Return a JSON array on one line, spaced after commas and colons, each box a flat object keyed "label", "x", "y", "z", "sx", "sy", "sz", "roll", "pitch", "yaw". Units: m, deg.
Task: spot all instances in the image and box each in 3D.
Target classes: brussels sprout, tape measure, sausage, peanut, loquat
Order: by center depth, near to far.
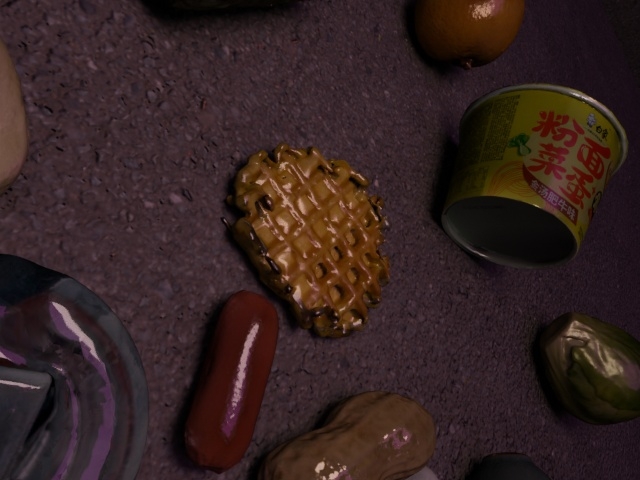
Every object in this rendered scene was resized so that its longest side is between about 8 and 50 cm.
[{"label": "tape measure", "x": -0.255, "y": 0.141, "z": 0.313, "sx": 0.256, "sy": 0.147, "sz": 0.274, "roll": 23, "pitch": 66, "yaw": -37}, {"label": "sausage", "x": -0.094, "y": 0.148, "z": 0.506, "sx": 0.077, "sy": 0.077, "sz": 0.193, "roll": 31, "pitch": 59, "yaw": -33}, {"label": "peanut", "x": 0.034, "y": 0.261, "z": 0.569, "sx": 0.257, "sy": 0.124, "sz": 0.123, "roll": -8, "pitch": 85, "yaw": -36}, {"label": "loquat", "x": 0.293, "y": -0.443, "z": 0.918, "sx": 0.208, "sy": 0.208, "sz": 0.207, "roll": 12, "pitch": 72, "yaw": -40}, {"label": "brussels sprout", "x": 0.594, "y": 0.276, "z": 1.009, "sx": 0.271, "sy": 0.210, "sz": 0.219, "roll": 42, "pitch": 48, "yaw": -8}]

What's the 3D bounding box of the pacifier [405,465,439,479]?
[{"label": "pacifier", "x": 0.134, "y": 0.407, "z": 0.592, "sx": 0.299, "sy": 0.244, "sz": 0.232, "roll": 56, "pitch": 13, "yaw": -45}]

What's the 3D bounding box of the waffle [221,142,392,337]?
[{"label": "waffle", "x": 0.002, "y": -0.001, "z": 0.636, "sx": 0.281, "sy": 0.060, "sz": 0.261, "roll": 13, "pitch": 71, "yaw": -39}]

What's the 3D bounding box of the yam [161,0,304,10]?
[{"label": "yam", "x": -0.082, "y": -0.389, "z": 0.570, "sx": 0.300, "sy": 0.195, "sz": 0.195, "roll": -32, "pitch": 101, "yaw": -42}]

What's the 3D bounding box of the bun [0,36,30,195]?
[{"label": "bun", "x": -0.332, "y": -0.098, "z": 0.324, "sx": 0.237, "sy": 0.116, "sz": 0.209, "roll": 28, "pitch": 64, "yaw": -17}]

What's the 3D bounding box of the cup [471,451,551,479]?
[{"label": "cup", "x": 0.314, "y": 0.431, "z": 0.748, "sx": 0.199, "sy": 0.199, "sz": 0.149, "roll": 34, "pitch": 40, "yaw": -31}]

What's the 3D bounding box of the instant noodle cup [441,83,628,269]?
[{"label": "instant noodle cup", "x": 0.374, "y": -0.095, "z": 0.854, "sx": 0.311, "sy": 0.312, "sz": 0.221, "roll": 39, "pitch": 66, "yaw": -28}]
